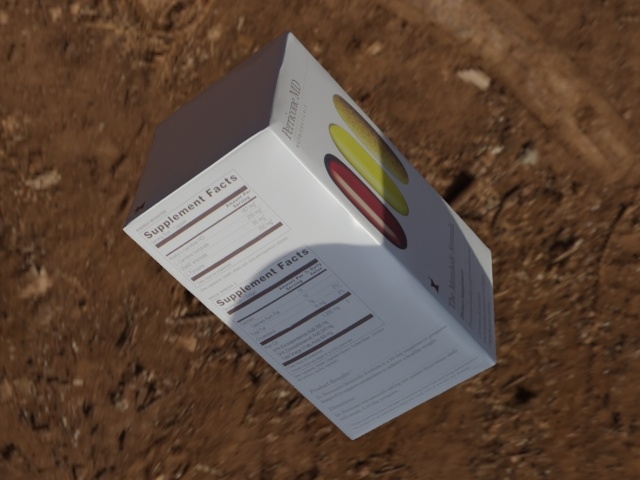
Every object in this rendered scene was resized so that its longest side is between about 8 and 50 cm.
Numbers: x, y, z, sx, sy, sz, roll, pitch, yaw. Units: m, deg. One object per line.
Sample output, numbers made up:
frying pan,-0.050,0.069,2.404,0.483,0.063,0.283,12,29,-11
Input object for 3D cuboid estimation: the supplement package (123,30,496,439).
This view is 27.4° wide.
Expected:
supplement package,0.000,0.000,0.935,0.244,0.134,0.139,45,28,-25
